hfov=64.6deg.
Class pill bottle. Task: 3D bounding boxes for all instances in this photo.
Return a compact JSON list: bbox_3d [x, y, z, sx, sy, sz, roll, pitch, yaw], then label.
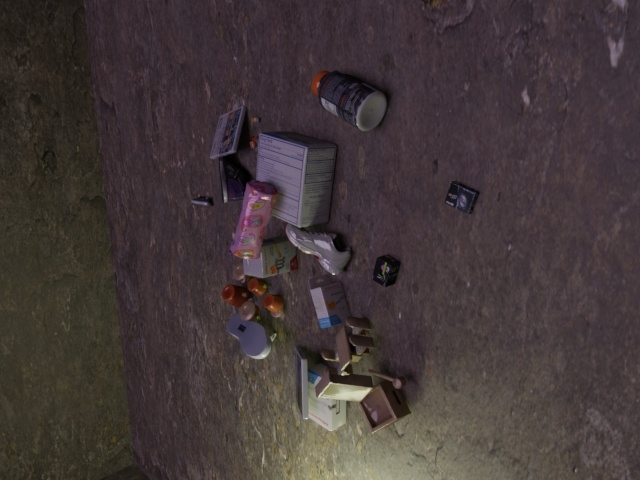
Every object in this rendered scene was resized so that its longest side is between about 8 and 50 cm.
[{"bbox_3d":[0.080,-0.450,1.588,0.246,0.131,0.130,40,126,34],"label":"pill bottle"}]

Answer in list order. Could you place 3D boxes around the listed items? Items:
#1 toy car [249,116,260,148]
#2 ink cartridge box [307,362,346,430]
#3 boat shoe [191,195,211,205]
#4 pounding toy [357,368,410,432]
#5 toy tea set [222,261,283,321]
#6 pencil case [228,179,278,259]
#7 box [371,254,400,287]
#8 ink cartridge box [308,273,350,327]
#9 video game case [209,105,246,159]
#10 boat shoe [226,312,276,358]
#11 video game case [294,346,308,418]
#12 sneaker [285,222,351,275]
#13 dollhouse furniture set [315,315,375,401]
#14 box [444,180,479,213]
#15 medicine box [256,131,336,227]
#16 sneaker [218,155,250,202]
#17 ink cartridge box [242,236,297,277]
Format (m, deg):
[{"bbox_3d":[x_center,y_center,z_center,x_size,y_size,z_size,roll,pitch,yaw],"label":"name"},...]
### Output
[{"bbox_3d":[-0.259,-0.428,2.018,0.041,0.060,0.121,6,113,14],"label":"toy car"},{"bbox_3d":[0.021,0.594,1.932,0.148,0.086,0.202,15,111,45],"label":"ink cartridge box"},{"bbox_3d":[-0.565,-0.190,2.415,0.142,0.049,0.040,12,89,44],"label":"boat shoe"},{"bbox_3d":[0.225,0.510,1.694,0.206,0.094,0.181,-44,60,34],"label":"pounding toy"},{"bbox_3d":[-0.282,0.247,2.185,0.336,0.124,0.200,37,93,39],"label":"toy tea set"},{"bbox_3d":[-0.240,-0.070,1.794,0.124,0.124,0.283,38,120,35],"label":"pencil case"},{"bbox_3d":[0.212,0.098,1.634,0.062,0.052,0.083,32,122,38],"label":"box"},{"bbox_3d":[0.032,0.211,1.815,0.062,0.104,0.181,-21,84,47],"label":"ink cartridge box"},{"bbox_3d":[-0.387,-0.447,2.115,0.184,0.023,0.201,-4,70,48],"label":"video game case"},{"bbox_3d":[-0.270,0.430,2.166,0.367,0.156,0.135,14,70,57],"label":"boat shoe"},{"bbox_3d":[-0.074,0.548,1.974,0.206,0.026,0.226,-174,83,-80],"label":"video game case"},{"bbox_3d":[0.000,0.000,1.792,0.263,0.099,0.121,37,115,6],"label":"sneaker"},{"bbox_3d":[0.066,0.406,1.718,0.242,0.161,0.212,-100,31,-45],"label":"dollhouse furniture set"},{"bbox_3d":[0.392,-0.120,1.411,0.083,0.018,0.067,35,122,37],"label":"box"},{"bbox_3d":[-0.095,-0.225,1.816,0.264,0.149,0.289,25,117,41],"label":"medicine box"},{"bbox_3d":[-0.363,-0.270,2.148,0.107,0.124,0.283,99,162,-51],"label":"sneaker"},{"bbox_3d":[-0.199,0.064,1.976,0.128,0.176,0.128,6,104,47],"label":"ink cartridge box"}]
